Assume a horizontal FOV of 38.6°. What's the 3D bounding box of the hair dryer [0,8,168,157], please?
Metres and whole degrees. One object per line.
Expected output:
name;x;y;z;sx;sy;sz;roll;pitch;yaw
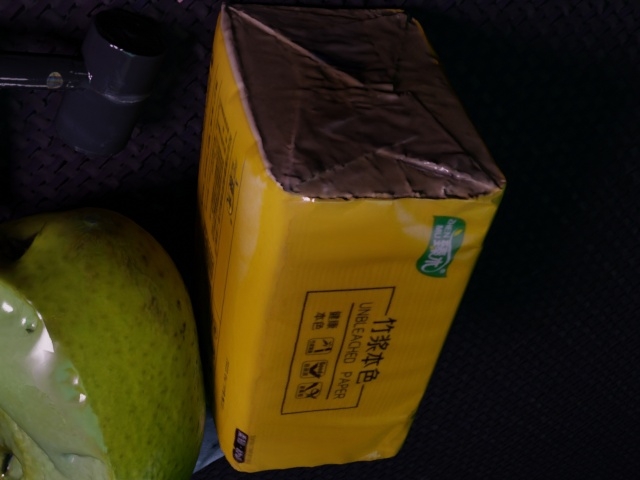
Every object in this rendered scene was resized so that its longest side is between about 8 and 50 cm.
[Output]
hair dryer;-0.243;-0.134;0.781;0.219;0.071;0.124;-6;138;-46

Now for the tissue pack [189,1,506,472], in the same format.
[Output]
tissue pack;0.000;0.000;0.905;0.228;0.293;0.382;-3;135;-15

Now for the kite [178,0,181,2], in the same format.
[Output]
kite;-0.121;-0.265;0.786;0.153;0.005;0.137;-6;135;-18

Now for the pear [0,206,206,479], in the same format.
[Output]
pear;-0.248;0.094;0.898;0.238;0.342;0.318;-39;157;-48

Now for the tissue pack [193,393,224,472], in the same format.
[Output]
tissue pack;-0.239;0.226;1.188;0.185;0.081;0.257;-30;137;8
